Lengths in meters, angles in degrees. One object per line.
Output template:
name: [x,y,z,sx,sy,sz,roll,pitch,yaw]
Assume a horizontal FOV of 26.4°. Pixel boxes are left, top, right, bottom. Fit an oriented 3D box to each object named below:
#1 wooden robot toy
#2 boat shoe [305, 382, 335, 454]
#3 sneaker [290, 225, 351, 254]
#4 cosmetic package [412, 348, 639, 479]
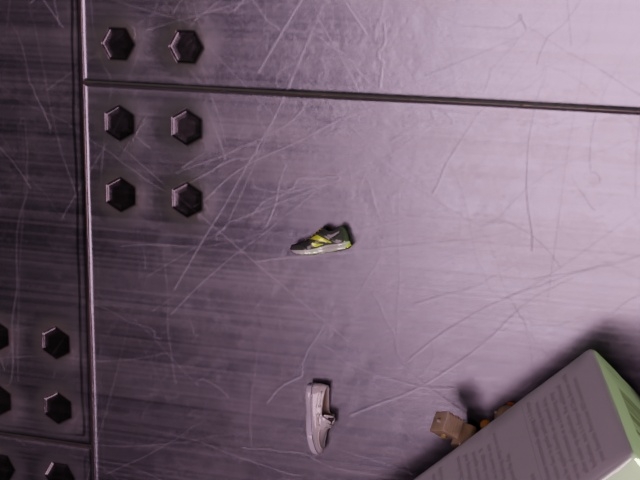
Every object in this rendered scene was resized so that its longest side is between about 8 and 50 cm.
wooden robot toy: [0.225,0.244,1.757,0.173,0.076,0.079,23,69,-11]
boat shoe: [0.002,0.241,1.840,0.035,0.035,0.100,0,96,21]
sneaker: [0.000,0.000,1.791,0.083,0.031,0.035,-7,86,16]
cosmetic package: [0.216,0.364,1.630,0.453,0.230,0.161,-39,111,17]
